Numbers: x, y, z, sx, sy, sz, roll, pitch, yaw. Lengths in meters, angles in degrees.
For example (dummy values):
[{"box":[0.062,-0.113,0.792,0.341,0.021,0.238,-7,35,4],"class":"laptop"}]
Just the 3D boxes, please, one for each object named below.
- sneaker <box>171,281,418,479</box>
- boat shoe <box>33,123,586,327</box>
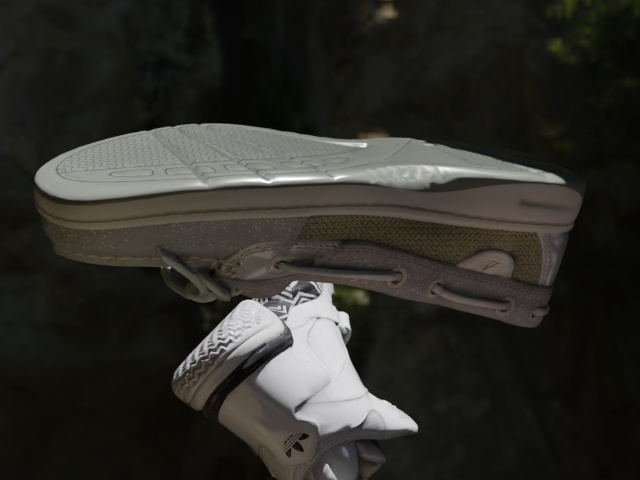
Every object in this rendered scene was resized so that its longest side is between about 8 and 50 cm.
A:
[{"box":[-0.011,0.144,1.841,0.210,0.366,0.137,45,-73,1],"class":"sneaker"},{"box":[0.000,-0.001,0.989,0.320,0.103,0.118,-1,17,-31],"class":"boat shoe"}]
